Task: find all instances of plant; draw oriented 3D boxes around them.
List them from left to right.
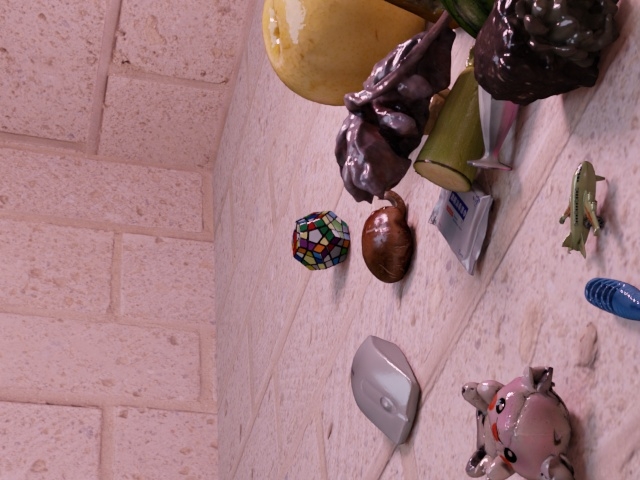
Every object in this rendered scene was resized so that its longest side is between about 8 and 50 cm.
[{"bbox_3d":[0.266,-0.241,1.330,0.194,0.132,0.129,142,127,-68],"label":"plant"}]

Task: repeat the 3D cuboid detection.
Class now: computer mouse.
[{"bbox_3d":[0.103,0.248,1.888,0.231,0.079,0.128,-126,43,-66],"label":"computer mouse"}]

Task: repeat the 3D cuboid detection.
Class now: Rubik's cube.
[{"bbox_3d":[0.000,0.000,2.342,0.133,0.133,0.112,-145,37,-75],"label":"Rubik's cube"}]

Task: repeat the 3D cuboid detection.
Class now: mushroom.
[{"bbox_3d":[0.114,-0.011,1.955,0.135,0.080,0.171,150,123,-61],"label":"mushroom"}]

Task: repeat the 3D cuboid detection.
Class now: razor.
[{"bbox_3d":[0.332,0.069,1.110,0.253,0.042,0.082,-149,65,-76],"label":"razor"}]

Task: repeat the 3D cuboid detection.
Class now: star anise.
[{"bbox_3d":[0.100,-0.206,1.663,0.316,0.139,0.360,-48,17,45],"label":"star anise"}]

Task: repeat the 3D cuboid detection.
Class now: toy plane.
[{"bbox_3d":[0.303,-0.036,1.278,0.102,0.040,0.111,-145,64,-73],"label":"toy plane"}]

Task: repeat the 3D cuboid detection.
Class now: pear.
[{"bbox_3d":[0.044,-0.391,2.012,0.309,0.309,0.309,-173,90,-76],"label":"pear"}]

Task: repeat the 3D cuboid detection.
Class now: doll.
[{"bbox_3d":[0.235,0.227,1.315,0.192,0.095,0.149,148,121,-70],"label":"doll"}]

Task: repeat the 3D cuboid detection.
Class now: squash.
[{"bbox_3d":[0.210,-0.190,1.621,0.094,0.094,0.224,162,129,-75],"label":"squash"}]

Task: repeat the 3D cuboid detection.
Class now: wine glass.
[{"bbox_3d":[0.247,-0.176,1.527,0.073,0.073,0.155,-138,52,-73],"label":"wine glass"}]

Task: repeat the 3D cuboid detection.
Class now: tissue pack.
[{"bbox_3d":[0.214,-0.043,1.669,0.193,0.026,0.123,-116,36,-63],"label":"tissue pack"}]

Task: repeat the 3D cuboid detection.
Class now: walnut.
[{"bbox_3d":[0.180,-0.210,1.783,0.092,0.092,0.092,-173,90,-76],"label":"walnut"}]

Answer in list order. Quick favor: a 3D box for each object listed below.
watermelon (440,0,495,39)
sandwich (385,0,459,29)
[{"bbox_3d":[0.229,-0.423,1.494,0.331,0.189,0.331,-167,90,-76],"label":"watermelon"},{"bbox_3d":[0.134,-0.435,1.766,0.128,0.235,0.122,-165,94,-78],"label":"sandwich"}]
